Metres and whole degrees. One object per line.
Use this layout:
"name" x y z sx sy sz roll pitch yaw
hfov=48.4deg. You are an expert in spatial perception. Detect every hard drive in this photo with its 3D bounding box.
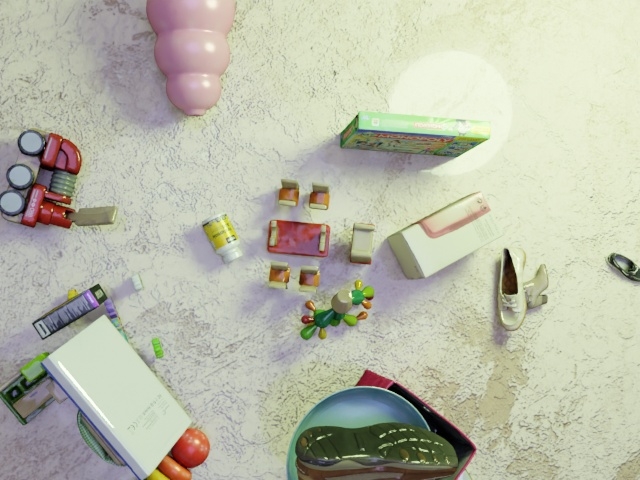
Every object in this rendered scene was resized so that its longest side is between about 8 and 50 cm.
"hard drive" -0.432 0.333 1.543 0.040 0.210 0.318 -36 95 24

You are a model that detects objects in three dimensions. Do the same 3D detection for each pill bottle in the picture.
"pill bottle" -0.233 -0.006 1.711 0.065 0.065 0.116 -27 91 -11

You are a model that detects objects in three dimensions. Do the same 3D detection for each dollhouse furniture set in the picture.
"dollhouse furniture set" 0.000 0.000 1.740 0.259 0.135 0.262 6 84 2
"dollhouse furniture set" -0.563 0.405 1.553 0.151 0.197 0.301 -39 93 -13

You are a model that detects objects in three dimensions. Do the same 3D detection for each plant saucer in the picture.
"plant saucer" 0.084 0.462 1.482 0.318 0.044 0.317 1 86 -10

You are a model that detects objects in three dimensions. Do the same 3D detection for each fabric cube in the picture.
"fabric cube" 0.155 0.481 1.645 0.254 0.258 0.259 40 81 -4

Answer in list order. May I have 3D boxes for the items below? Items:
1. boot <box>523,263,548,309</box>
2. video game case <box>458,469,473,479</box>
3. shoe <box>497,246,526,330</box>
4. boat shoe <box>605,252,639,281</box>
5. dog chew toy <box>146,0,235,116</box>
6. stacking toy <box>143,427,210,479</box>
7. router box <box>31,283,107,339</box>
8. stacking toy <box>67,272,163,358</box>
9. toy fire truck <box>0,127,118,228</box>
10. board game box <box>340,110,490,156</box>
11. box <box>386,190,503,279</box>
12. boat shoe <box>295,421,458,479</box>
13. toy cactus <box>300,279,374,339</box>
"boot" 0.546 0.120 1.852 0.087 0.042 0.118 -1 82 -5
"video game case" 0.311 0.742 1.765 0.275 0.035 0.248 -32 92 -11
"shoe" 0.482 0.121 1.817 0.058 0.077 0.219 19 72 -46
"boat shoe" 0.825 0.072 1.905 0.125 0.038 0.046 35 81 -6
"dog chew toy" -0.301 -0.460 1.674 0.207 0.206 0.331 -3 94 -10
"stacking toy" -0.375 0.572 1.616 0.141 0.141 0.330 37 75 -5
"router box" -0.537 0.150 1.538 0.133 0.179 0.046 -32 97 -9
"stacking toy" -0.476 0.197 1.663 0.167 0.052 0.221 -18 91 -9
"toy fire truck" -0.585 -0.122 1.626 0.246 0.158 0.217 18 82 -20
"board game box" 0.224 -0.256 1.736 0.317 0.213 0.046 3 85 -9
"box" 0.305 -0.010 1.764 0.232 0.148 0.126 -27 90 -11
"boat shoe" 0.106 0.443 1.419 0.324 0.122 0.119 5 115 -7
"toy cactus" 0.044 0.154 1.698 0.219 0.180 0.112 -21 69 -16
